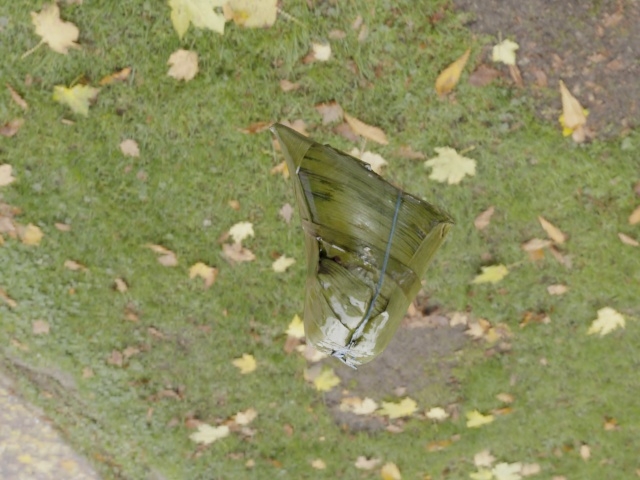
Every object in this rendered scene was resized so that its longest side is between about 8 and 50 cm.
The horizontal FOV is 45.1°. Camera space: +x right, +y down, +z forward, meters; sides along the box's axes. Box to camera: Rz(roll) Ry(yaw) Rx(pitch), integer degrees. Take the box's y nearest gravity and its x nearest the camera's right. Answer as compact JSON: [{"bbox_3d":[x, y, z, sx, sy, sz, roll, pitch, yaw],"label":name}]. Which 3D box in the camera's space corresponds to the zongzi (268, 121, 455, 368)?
[{"bbox_3d":[0.000,0.000,0.963,0.274,0.251,0.125,33,148,-2],"label":"zongzi"}]
